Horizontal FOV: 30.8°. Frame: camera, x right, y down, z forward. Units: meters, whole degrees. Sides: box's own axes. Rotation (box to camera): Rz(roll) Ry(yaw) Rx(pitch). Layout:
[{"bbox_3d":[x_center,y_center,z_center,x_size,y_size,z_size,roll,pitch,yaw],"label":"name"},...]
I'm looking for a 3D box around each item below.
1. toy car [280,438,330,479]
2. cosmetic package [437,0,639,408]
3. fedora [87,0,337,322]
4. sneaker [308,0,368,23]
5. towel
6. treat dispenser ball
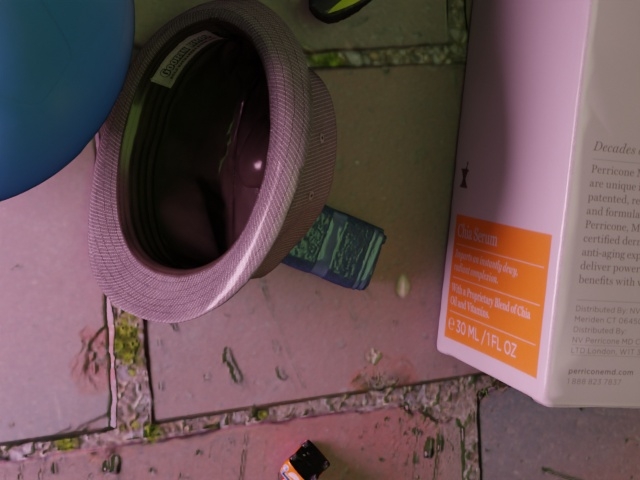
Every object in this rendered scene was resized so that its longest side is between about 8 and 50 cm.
[{"bbox_3d":[0.008,0.244,1.119,0.122,0.060,0.040,41,115,-12],"label":"toy car"},{"bbox_3d":[0.242,-0.093,1.064,0.162,0.230,0.453,4,95,-19],"label":"cosmetic package"},{"bbox_3d":[-0.076,-0.061,0.989,0.124,0.244,0.275,14,83,-49],"label":"fedora"},{"bbox_3d":[0.059,-0.332,1.048,0.121,0.111,0.300,30,81,-10],"label":"sneaker"},{"bbox_3d":[0.000,0.000,1.098,0.119,0.029,0.067,22,89,-21],"label":"towel"},{"bbox_3d":[-0.280,-0.164,0.846,0.288,0.288,0.288,-2,98,-19],"label":"treat dispenser ball"}]
